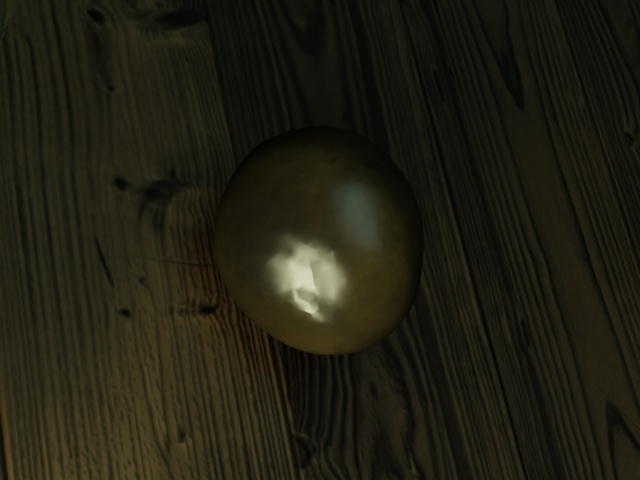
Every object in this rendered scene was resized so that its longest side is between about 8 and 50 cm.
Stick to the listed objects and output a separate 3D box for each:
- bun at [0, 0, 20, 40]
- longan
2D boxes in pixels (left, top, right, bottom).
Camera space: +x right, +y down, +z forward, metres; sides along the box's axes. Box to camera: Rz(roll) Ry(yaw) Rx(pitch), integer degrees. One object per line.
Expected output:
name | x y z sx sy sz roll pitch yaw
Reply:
bun | -0.365 -0.242 1.054 0.365 0.219 0.365 24 45 -27
longan | 0.000 0.000 1.235 0.167 0.167 0.187 -13 64 -45
